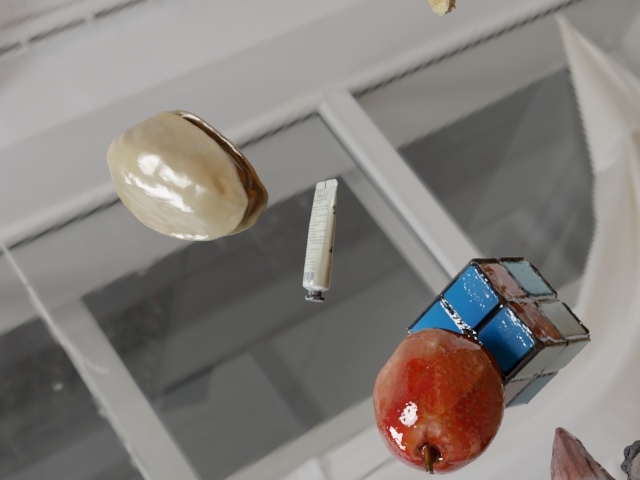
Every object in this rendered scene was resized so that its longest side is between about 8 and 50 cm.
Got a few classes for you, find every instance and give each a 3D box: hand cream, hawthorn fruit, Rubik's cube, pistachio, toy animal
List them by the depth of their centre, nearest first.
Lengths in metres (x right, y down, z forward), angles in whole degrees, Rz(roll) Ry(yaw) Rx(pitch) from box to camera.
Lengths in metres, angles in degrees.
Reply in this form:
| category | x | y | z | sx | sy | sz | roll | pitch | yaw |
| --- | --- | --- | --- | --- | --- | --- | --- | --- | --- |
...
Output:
| category | x | y | z | sx | sy | sz | roll | pitch | yaw |
| --- | --- | --- | --- | --- | --- | --- | --- | --- | --- |
| toy animal | 0.282 | 0.293 | 1.130 | 0.090 | 0.195 | 0.324 | -46 | 20 | 41 |
| pistachio | -0.168 | -0.080 | 1.563 | 0.126 | 0.223 | 0.152 | -10 | -63 | -62 |
| hawthorn fruit | 0.164 | 0.244 | 1.762 | 0.196 | 0.196 | 0.225 | -54 | 12 | 39 |
| Rubik's cube | 0.276 | 0.143 | 1.937 | 0.180 | 0.183 | 0.167 | -3 | -40 | -53 |
| hand cream | 0.000 | 0.000 | 2.409 | 0.050 | 0.234 | 0.080 | 11 | -11 | -30 |

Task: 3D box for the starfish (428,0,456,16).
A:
| category | x | y | z | sx | sy | sz | roll | pitch | yaw |
| --- | --- | --- | --- | --- | --- | --- | --- | --- | --- |
| starfish | 0.117 | -0.372 | 1.389 | 0.060 | 0.299 | 0.302 | 16 | -12 | -22 |
